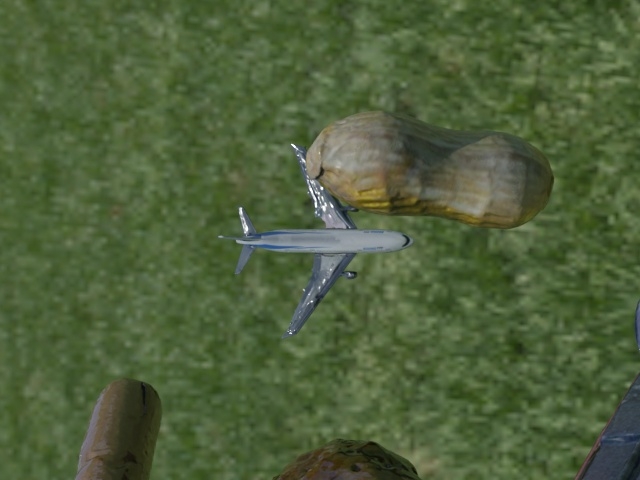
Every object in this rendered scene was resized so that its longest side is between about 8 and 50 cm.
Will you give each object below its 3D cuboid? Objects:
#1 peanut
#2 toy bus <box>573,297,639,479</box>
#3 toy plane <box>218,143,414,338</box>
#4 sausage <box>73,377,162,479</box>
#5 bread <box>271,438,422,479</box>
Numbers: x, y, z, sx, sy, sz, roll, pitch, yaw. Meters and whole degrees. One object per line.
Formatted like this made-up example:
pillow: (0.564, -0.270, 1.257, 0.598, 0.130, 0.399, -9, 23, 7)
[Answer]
peanut: (0.091, -0.058, 1.290, 0.087, 0.207, 0.087, -172, 90, -81)
toy bus: (0.267, 0.175, 0.883, 0.203, 0.427, 0.233, -12, 113, 39)
toy plane: (-0.001, 0.000, 1.789, 0.058, 0.226, 0.226, 23, -111, -75)
sausage: (-0.160, 0.205, 1.182, 0.301, 0.066, 0.065, -92, 18, -58)
bread: (0.018, 0.244, 1.023, 0.230, 0.123, 0.230, 170, 90, -78)
